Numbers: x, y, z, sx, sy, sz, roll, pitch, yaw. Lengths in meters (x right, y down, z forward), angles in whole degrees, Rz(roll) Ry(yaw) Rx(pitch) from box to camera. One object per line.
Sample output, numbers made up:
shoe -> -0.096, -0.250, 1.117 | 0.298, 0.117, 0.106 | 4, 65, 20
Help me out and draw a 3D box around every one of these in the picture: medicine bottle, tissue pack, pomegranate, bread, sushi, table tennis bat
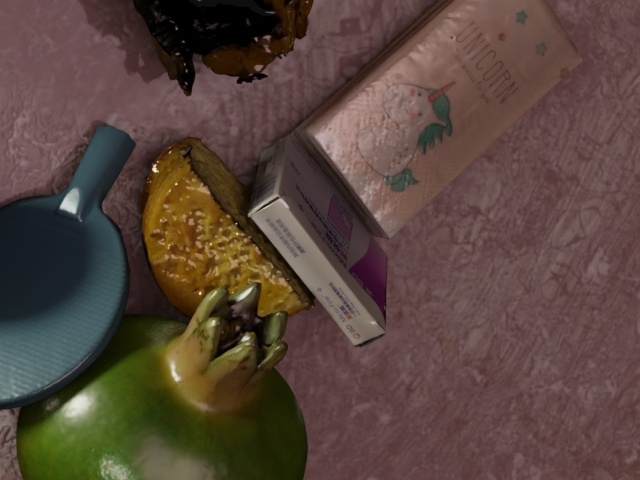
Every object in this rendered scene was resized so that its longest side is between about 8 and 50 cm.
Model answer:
medicine bottle -> 0.000, 0.000, 1.457 | 0.052, 0.171, 0.201 | -31, 111, 18
tissue pack -> 0.138, -0.168, 1.529 | 0.325, 0.071, 0.170 | -43, 110, -9
pomegranate -> -0.151, 0.210, 1.360 | 0.310, 0.216, 0.358 | 27, 128, -12
bread -> -0.115, 0.011, 1.422 | 0.139, 0.143, 0.229 | -38, 106, 5
sushi -> -0.096, -0.271, 1.365 | 0.204, 0.213, 0.200 | -20, 130, -2
table tennis bat -> -0.284, 0.023, 1.361 | 0.329, 0.215, 0.044 | -64, 158, -22
